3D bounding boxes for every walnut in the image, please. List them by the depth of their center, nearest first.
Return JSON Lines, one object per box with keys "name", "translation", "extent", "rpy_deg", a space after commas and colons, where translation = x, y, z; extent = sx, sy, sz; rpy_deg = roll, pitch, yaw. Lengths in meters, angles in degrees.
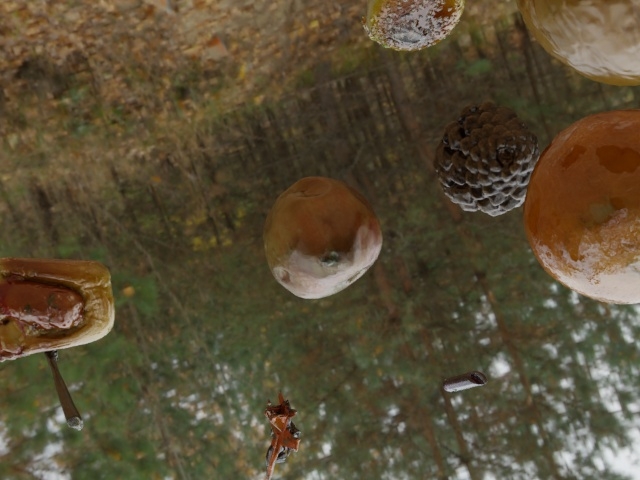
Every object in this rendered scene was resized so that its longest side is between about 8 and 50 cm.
{"name": "walnut", "translation": [0.282, -0.224, 0.784], "extent": [0.087, 0.211, 0.167], "rpy_deg": [-56, -170, -15]}

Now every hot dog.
{"name": "hot dog", "translation": [-0.441, 0.094, 1.122], "extent": [0.256, 0.151, 0.153], "rpy_deg": [0, -174, 23]}

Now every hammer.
{"name": "hammer", "translation": [-0.462, 0.261, 1.361], "extent": [0.026, 0.125, 0.297], "rpy_deg": [-19, -156, -21]}

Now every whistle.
{"name": "whistle", "translation": [0.314, 0.308, 1.667], "extent": [0.033, 0.033, 0.176], "rpy_deg": [-21, 170, -19]}

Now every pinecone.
{"name": "pinecone", "translation": [0.283, -0.140, 1.302], "extent": [0.179, 0.184, 0.204], "rpy_deg": [16, -168, -4]}

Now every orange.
{"name": "orange", "translation": [0.397, -0.042, 0.996], "extent": [0.260, 0.261, 0.261], "rpy_deg": [-19, -175, 2]}

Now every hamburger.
{"name": "hamburger", "translation": [0.116, -0.294, 0.965], "extent": [0.126, 0.082, 0.141], "rpy_deg": [16, 149, -32]}

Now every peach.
{"name": "peach", "translation": [0.000, 0.000, 1.306], "extent": [0.214, 0.214, 0.235], "rpy_deg": [-19, -170, 1]}

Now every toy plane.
{"name": "toy plane", "translation": [-0.077, 0.387, 1.470], "extent": [0.062, 0.189, 0.135], "rpy_deg": [-9, -154, -27]}
